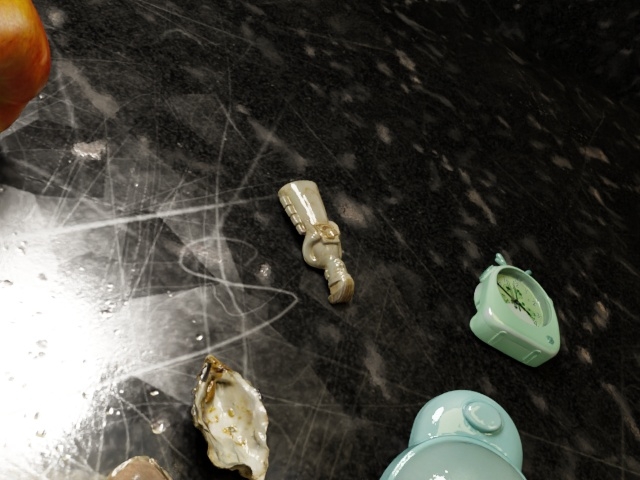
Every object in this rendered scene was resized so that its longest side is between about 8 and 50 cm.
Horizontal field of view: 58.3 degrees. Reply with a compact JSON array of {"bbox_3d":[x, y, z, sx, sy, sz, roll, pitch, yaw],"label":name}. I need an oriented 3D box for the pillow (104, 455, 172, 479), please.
[{"bbox_3d":[-0.149,0.319,0.549,0.211,0.034,0.135,43,41,4],"label":"pillow"}]

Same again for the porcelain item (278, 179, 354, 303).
[{"bbox_3d":[0.000,0.000,0.919,0.084,0.054,0.213,-4,57,-35],"label":"porcelain item"}]

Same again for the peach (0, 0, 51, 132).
[{"bbox_3d":[-0.483,-0.189,0.543,0.406,0.335,0.310,15,45,-32],"label":"peach"}]

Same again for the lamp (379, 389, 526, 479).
[{"bbox_3d":[0.167,0.317,0.681,0.209,0.147,0.284,24,41,-6],"label":"lamp"}]

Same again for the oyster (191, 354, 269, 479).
[{"bbox_3d":[-0.111,0.203,0.664,0.103,0.051,0.148,26,40,-40],"label":"oyster"}]

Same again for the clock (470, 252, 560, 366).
[{"bbox_3d":[0.355,0.116,1.051,0.159,0.066,0.211,30,42,-9],"label":"clock"}]
